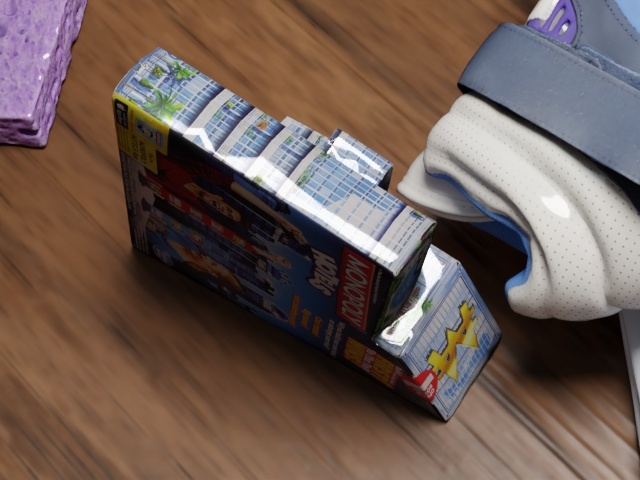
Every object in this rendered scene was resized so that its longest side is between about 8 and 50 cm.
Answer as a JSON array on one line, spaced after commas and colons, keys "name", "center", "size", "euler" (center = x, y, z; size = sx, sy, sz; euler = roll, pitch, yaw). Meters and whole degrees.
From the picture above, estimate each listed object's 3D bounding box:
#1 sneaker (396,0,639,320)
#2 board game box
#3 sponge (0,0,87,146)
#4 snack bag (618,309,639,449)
[{"name": "sneaker", "center": [0.120, -0.116, 0.770], "size": [0.236, 0.130, 0.323], "euler": [-29, 59, 15]}, {"name": "board game box", "center": [0.000, 0.000, 0.757], "size": [0.194, 0.194, 0.060], "euler": [32, 72, 7]}, {"name": "sponge", "center": [-0.248, -0.115, 0.920], "size": [0.210, 0.031, 0.117], "euler": [4, 60, 9]}, {"name": "snack bag", "center": [0.271, -0.054, 0.744], "size": [0.323, 0.037, 0.342], "euler": [-22, 57, 25]}]
